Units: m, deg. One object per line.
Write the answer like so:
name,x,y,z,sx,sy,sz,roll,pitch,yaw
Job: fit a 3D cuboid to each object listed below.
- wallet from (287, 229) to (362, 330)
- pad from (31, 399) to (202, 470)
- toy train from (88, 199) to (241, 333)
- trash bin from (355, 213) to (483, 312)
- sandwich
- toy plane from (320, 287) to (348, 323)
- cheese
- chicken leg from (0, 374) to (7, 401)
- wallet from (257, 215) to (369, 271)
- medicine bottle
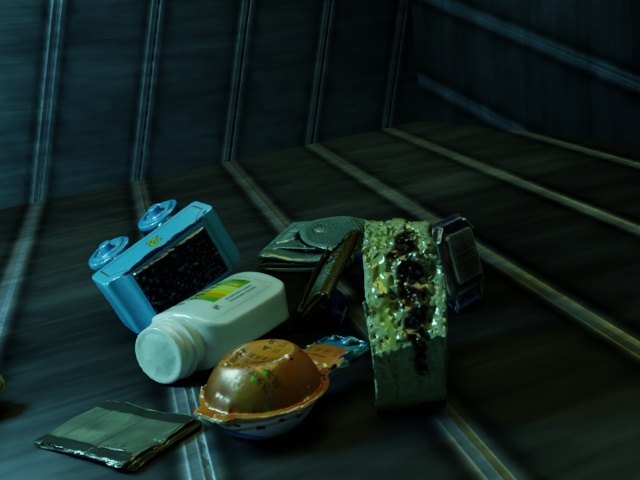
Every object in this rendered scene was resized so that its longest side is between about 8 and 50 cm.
wallet,0.006,0.076,1.946,0.133,0.039,0.243,-44,10,36
pad,-0.326,0.307,1.515,0.233,0.022,0.174,3,18,37
toy train,-0.342,0.045,2.062,0.300,0.188,0.265,-38,25,-19
trash bin,0.206,0.058,1.953,0.234,0.184,0.162,-11,6,39
sandwich,0.140,0.118,1.533,0.131,0.262,0.325,-4,15,5
toy plane,0.033,0.128,1.972,0.062,0.054,0.167,18,13,-7
cheese,-0.057,0.219,1.505,0.216,0.129,0.329,7,21,42
chicken leg,-0.647,0.288,1.648,0.196,0.081,0.125,-21,9,-20
wallet,0.000,0.000,2.413,0.237,0.075,0.342,1,16,16
medicine bottle,-0.209,0.162,1.807,0.179,0.124,0.324,3,19,31
